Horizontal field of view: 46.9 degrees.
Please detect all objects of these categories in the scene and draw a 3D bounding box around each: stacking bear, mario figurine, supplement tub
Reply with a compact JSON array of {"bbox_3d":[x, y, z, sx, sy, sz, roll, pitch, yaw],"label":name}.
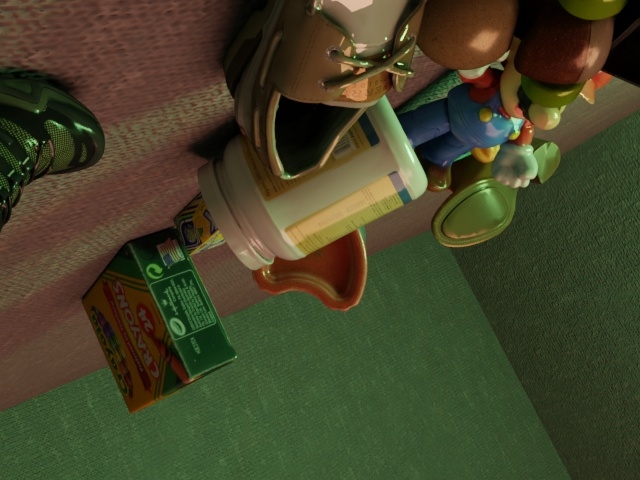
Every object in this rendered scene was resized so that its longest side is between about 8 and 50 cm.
[{"bbox_3d":[0.000,0.000,1.266,0.175,0.164,0.289,14,-173,2],"label":"stacking bear"},{"bbox_3d":[0.211,-0.148,0.894,0.198,0.170,0.320,-17,170,-44],"label":"mario figurine"},{"bbox_3d":[-0.008,-0.068,0.751,0.200,0.144,0.144,-27,173,8],"label":"supplement tub"}]

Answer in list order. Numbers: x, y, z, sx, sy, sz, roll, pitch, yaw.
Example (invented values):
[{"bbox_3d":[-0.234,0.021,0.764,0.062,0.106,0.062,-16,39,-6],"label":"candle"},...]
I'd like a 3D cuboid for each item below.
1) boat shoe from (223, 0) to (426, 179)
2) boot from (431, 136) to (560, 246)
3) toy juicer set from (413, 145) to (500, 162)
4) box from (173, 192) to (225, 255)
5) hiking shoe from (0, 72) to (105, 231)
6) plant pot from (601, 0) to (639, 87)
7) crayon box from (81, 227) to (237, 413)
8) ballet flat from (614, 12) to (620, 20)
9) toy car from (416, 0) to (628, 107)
[{"bbox_3d":[0.019,-0.135,0.470,0.113,0.103,0.302,-11,166,-22],"label":"boat shoe"},{"bbox_3d":[0.259,-0.103,1.321,0.283,0.109,0.220,-43,-153,-13],"label":"boot"},{"bbox_3d":[0.236,-0.155,1.249,0.209,0.089,0.329,-30,173,26],"label":"toy juicer set"},{"bbox_3d":[-0.117,-0.042,0.919,0.059,0.054,0.169,-21,170,-41],"label":"box"},{"bbox_3d":[-0.208,-0.029,0.419,0.086,0.114,0.227,-30,172,32],"label":"hiking shoe"},{"bbox_3d":[0.330,-0.179,0.527,0.187,0.188,0.167,-22,136,-80],"label":"plant pot"},{"bbox_3d":[-0.257,0.136,1.093,0.081,0.202,0.318,-21,171,-36],"label":"crayon box"},{"bbox_3d":[0.394,-0.292,0.886,0.077,0.091,0.241,-3,166,-7],"label":"ballet flat"},{"bbox_3d":[0.118,-0.188,0.560,0.188,0.149,0.155,-1,162,4],"label":"toy car"}]
